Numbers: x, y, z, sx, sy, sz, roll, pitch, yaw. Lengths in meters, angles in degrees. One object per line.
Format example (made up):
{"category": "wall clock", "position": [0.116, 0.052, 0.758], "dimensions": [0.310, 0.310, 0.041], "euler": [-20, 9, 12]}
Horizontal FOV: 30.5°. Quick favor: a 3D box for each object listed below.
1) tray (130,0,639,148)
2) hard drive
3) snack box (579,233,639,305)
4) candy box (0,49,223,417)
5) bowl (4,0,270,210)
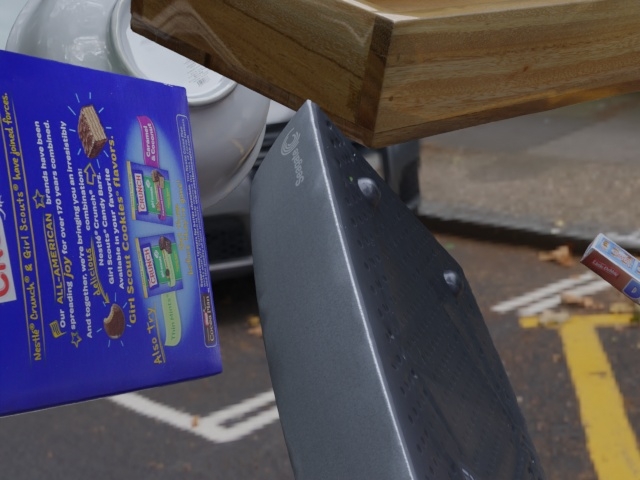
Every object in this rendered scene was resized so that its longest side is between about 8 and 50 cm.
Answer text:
{"category": "tray", "position": [0.105, -0.152, 0.759], "dimensions": [0.411, 0.076, 0.203], "euler": [-17, 36, -42]}
{"category": "hard drive", "position": [0.042, 0.077, 0.478], "dimensions": [0.054, 0.172, 0.255], "euler": [-30, 46, 16]}
{"category": "snack box", "position": [0.322, 0.059, 1.085], "dimensions": [0.178, 0.022, 0.064], "euler": [37, 22, 9]}
{"category": "candy box", "position": [-0.222, -0.004, 0.933], "dimensions": [0.122, 0.268, 0.317], "euler": [-10, -5, 26]}
{"category": "bowl", "position": [-0.166, -0.180, 1.205], "dimensions": [0.297, 0.298, 0.134], "euler": [-16, -9, -30]}
